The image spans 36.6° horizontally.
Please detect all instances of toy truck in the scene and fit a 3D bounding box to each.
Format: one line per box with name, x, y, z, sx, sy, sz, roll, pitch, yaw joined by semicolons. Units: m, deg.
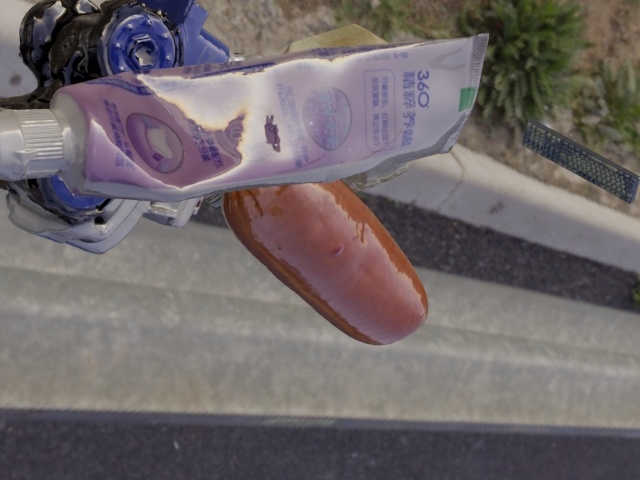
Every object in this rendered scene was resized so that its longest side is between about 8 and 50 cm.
toy truck;-0.154;-0.091;0.762;0.177;0.161;0.213;28;85;-42

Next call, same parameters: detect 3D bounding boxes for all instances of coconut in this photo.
coconut;0.042;-0.183;1.341;0.236;0.237;0.197;-30;-177;-1

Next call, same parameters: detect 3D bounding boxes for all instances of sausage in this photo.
sausage;0.000;0.000;0.882;0.113;0.114;0.259;-37;133;8

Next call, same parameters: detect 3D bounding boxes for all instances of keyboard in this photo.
keyboard;0.355;-0.110;1.328;0.014;0.176;0.055;-44;153;-24

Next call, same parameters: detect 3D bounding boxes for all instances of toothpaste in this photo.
toothpaste;-0.025;-0.064;0.508;0.301;0.048;0.075;-11;99;-36

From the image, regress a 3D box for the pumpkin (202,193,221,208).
pumpkin;-0.238;-0.123;1.482;0.280;0.190;0.139;-19;170;18
